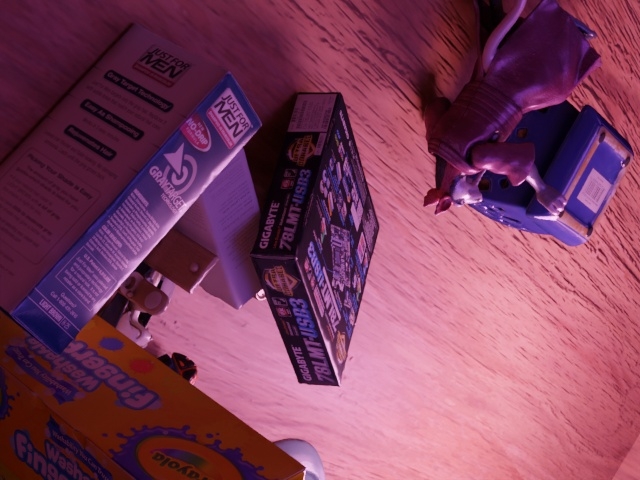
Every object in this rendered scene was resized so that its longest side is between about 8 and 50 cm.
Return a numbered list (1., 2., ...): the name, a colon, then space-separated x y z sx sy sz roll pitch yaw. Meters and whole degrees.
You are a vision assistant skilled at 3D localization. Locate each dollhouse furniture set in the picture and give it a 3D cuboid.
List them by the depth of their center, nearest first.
1. dollhouse furniture set: -0.238 0.018 1.440 0.144 0.123 0.151 -53 144 -10

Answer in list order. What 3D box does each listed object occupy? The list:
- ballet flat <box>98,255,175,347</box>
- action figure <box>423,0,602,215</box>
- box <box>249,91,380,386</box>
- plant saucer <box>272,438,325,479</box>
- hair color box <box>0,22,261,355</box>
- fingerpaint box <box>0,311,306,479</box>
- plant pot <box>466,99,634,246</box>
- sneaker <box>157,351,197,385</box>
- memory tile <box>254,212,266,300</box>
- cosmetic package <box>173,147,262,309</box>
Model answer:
1. ballet flat: -0.235 0.090 1.542 0.203 0.074 0.074 -59 145 0
2. action figure: 0.260 -0.200 1.786 0.370 0.248 0.276 -58 144 -7
3. box: 0.000 0.000 1.648 0.295 0.073 0.293 71 28 -48
4. plant saucer: -0.097 0.481 2.015 0.317 0.044 0.317 -29 134 -35
5. hair color box: -0.246 -0.062 1.330 0.347 0.174 0.105 -50 144 -13
6. fingerpaint box: -0.242 0.316 1.373 0.163 0.445 0.371 -21 129 -43
7. plant pot: 0.373 -0.128 2.004 0.236 0.212 0.236 26 92 -54
8. sneaker: -0.251 0.248 1.630 0.221 0.083 0.087 -34 143 -29
9. memory tile: -0.057 0.012 1.752 0.113 0.012 0.148 -27 134 -37
10. cosmetic package: -0.139 -0.033 1.531 0.085 0.117 0.231 -42 142 -25
